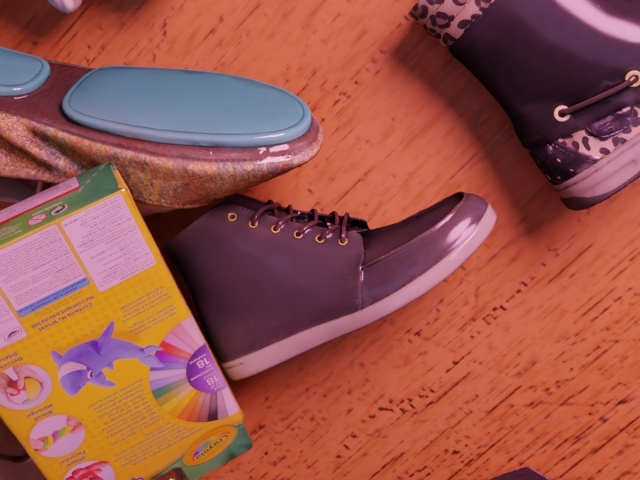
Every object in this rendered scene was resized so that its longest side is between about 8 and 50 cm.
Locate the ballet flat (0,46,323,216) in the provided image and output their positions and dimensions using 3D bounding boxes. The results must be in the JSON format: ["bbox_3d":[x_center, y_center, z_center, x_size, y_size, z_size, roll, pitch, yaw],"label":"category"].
[{"bbox_3d":[-0.173,-0.068,0.547,0.349,0.123,0.123,10,103,3],"label":"ballet flat"}]

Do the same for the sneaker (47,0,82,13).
[{"bbox_3d":[-0.089,-0.264,0.503,0.305,0.114,0.152,-30,111,16],"label":"sneaker"}]

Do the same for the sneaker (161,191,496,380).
[{"bbox_3d":[0.000,0.000,0.548,0.222,0.083,0.118,-29,97,12],"label":"sneaker"}]

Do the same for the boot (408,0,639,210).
[{"bbox_3d":[0.190,-0.156,0.494,0.236,0.085,0.178,-44,92,13],"label":"boot"}]

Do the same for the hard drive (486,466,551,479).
[{"bbox_3d":[0.031,0.317,0.548,0.339,0.064,0.236,-11,101,-20],"label":"hard drive"}]

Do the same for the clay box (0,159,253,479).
[{"bbox_3d":[-0.137,0.076,0.506,0.127,0.053,0.222,-26,124,-10],"label":"clay box"}]

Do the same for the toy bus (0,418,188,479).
[{"bbox_3d":[-0.219,0.120,0.585,0.191,0.104,0.202,-21,118,-15],"label":"toy bus"}]
